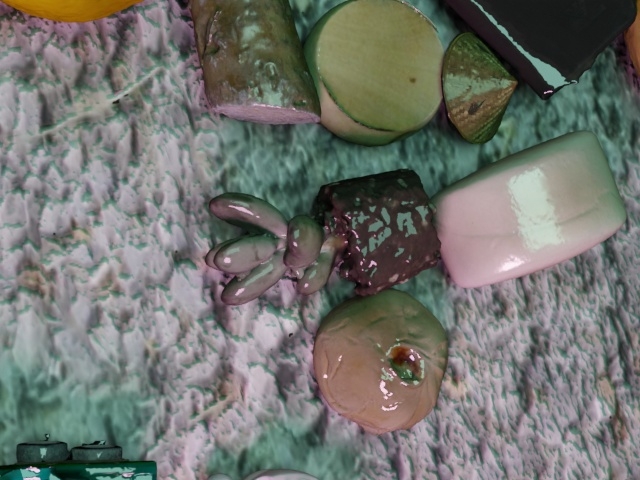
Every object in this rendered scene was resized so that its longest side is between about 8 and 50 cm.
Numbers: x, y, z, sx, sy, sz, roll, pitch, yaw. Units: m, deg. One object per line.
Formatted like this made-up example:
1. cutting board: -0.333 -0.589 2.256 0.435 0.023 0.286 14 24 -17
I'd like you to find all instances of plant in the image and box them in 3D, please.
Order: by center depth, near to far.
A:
1. plant: 0.002 0.002 1.427 0.275 0.149 0.146 -9 86 -13

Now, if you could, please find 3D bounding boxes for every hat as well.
1. hat: 0.220 -0.196 1.513 0.146 0.067 0.146 6 83 -49

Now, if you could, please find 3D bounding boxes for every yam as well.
1. yam: -0.101 -0.286 1.439 0.133 0.133 0.330 -14 85 -16

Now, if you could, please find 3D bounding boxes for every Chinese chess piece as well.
1. Chinese chess piece: 0.066 -0.211 1.504 0.188 0.083 0.188 3 80 -17

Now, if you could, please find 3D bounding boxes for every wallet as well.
1. wallet: 0.231 -0.364 1.548 0.197 0.051 0.377 -41 84 -15

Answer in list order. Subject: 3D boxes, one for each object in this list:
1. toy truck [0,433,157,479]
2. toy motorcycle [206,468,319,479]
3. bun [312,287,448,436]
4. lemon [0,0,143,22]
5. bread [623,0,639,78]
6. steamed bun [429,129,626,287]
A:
1. toy truck: -0.334 0.302 1.289 0.363 0.178 0.176 1 84 -13
2. toy motorcycle: -0.083 0.347 1.395 0.260 0.110 0.171 -31 77 -9
3. bun: 0.080 0.146 1.448 0.167 0.113 0.173 -38 96 -15
4. lemon: -0.292 -0.405 1.306 0.336 0.336 0.336 2 84 -15
5. bread: 0.518 -0.269 1.607 0.244 0.134 0.244 1 85 -12
6. steamed bun: 0.264 -0.039 1.494 0.242 0.164 0.146 -23 92 -18
